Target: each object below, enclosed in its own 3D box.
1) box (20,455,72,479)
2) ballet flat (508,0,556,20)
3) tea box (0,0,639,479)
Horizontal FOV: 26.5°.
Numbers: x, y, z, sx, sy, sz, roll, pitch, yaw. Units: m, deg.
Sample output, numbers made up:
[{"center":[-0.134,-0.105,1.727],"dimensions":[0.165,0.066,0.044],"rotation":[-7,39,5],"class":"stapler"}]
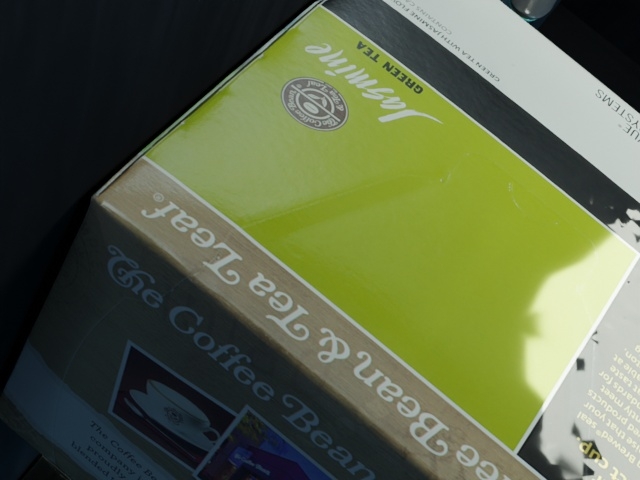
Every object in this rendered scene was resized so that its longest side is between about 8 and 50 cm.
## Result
[{"center":[-0.223,0.214,1.118],"dimensions":[0.062,0.052,0.083],"rotation":[-49,177,-8],"class":"box"},{"center":[0.293,-0.354,1.735],"dimensions":[0.074,0.074,0.203],"rotation":[-54,-179,42],"class":"ballet flat"},{"center":[0.057,0.054,0.777],"dimensions":[0.323,0.329,0.220],"rotation":[-46,175,-43],"class":"tea box"}]
